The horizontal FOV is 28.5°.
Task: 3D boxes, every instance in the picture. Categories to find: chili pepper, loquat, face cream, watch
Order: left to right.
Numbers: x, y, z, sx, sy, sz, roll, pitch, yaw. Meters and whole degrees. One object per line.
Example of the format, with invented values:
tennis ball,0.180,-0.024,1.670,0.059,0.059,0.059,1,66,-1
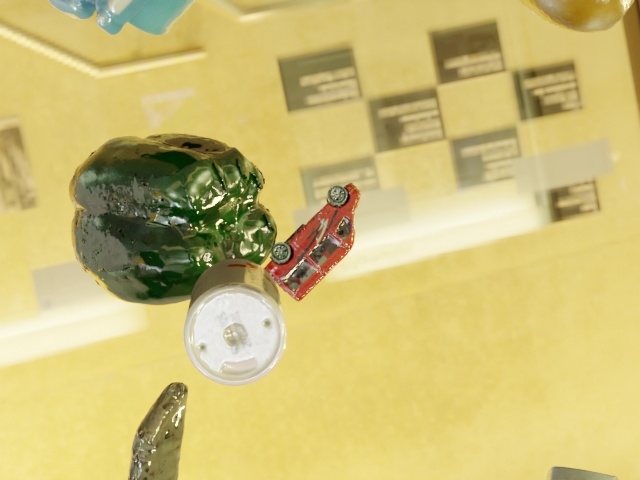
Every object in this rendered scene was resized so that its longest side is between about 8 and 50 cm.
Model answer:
watch,-0.252,-0.370,1.753,0.210,0.211,0.193,-8,173,31
chili pepper,-0.199,-0.035,1.719,0.256,0.233,0.248,3,-154,46
face cream,-0.088,0.075,1.316,0.101,0.102,0.345,-12,-174,-2
loquat,0.353,-0.403,1.812,0.179,0.227,0.179,-49,-174,6

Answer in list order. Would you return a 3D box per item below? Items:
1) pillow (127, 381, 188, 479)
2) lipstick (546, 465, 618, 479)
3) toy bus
pillow,-0.221,0.298,1.648,0.051,0.241,0.093,22,-158,25
lipstick,0.257,0.369,1.317,0.078,0.253,0.077,9,156,12
toy bus,0.000,0.000,1.931,0.195,0.089,0.081,-46,178,-4
